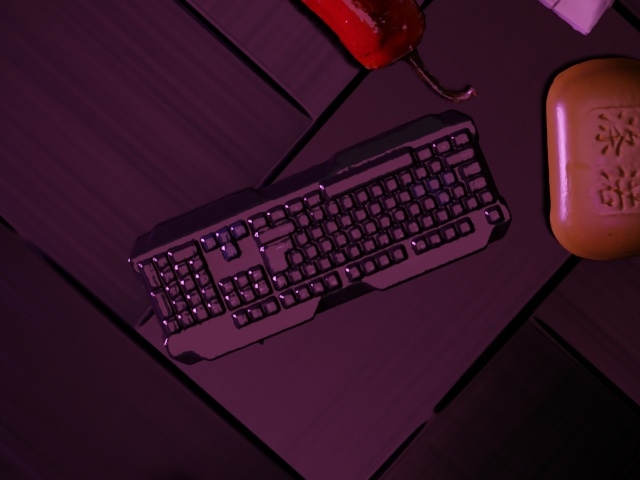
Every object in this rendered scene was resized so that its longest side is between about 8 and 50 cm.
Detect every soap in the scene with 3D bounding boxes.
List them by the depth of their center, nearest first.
[{"bbox_3d":[0.201,-0.055,0.936,0.089,0.045,0.140,-3,96,4],"label":"soap"}]

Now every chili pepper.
[{"bbox_3d":[0.004,-0.185,0.921,0.059,0.050,0.268,-42,94,20],"label":"chili pepper"}]

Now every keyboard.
[{"bbox_3d":[0.000,0.000,0.956,0.262,0.016,0.106,-22,96,2],"label":"keyboard"}]

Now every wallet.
[{"bbox_3d":[0.165,-0.182,0.940,0.083,0.011,0.044,37,95,-4],"label":"wallet"}]
